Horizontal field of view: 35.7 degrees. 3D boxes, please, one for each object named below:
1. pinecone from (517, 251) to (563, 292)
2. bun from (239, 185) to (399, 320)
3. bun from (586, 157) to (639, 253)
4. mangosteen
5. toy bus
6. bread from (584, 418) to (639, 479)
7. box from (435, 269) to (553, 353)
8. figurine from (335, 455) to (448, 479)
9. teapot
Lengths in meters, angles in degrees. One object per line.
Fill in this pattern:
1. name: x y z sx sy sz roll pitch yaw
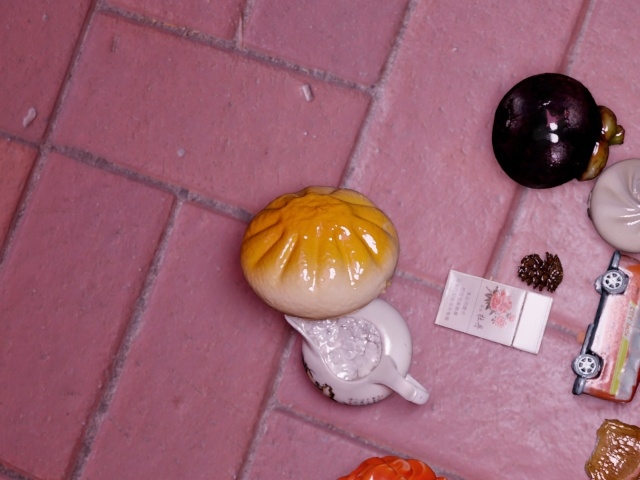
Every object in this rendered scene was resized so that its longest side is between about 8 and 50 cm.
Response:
1. pinecone: 0.402 0.058 1.812 0.083 0.077 0.077 -1 82 26
2. bun: 0.000 0.000 1.819 0.299 0.164 0.299 -4 46 4
3. bun: 0.562 -0.066 1.739 0.173 0.120 0.172 1 72 -3
4. mangosteen: 0.435 -0.191 1.786 0.250 0.211 0.211 7 83 -15
5. toy bus: 0.524 0.157 1.745 0.120 0.121 0.265 17 85 13
6. bread: 0.535 0.387 1.746 0.126 0.044 0.129 24 92 18
7. box: 0.322 0.131 1.846 0.198 0.029 0.109 16 87 18
8. figurine: 0.095 0.590 1.746 0.306 0.241 0.411 -9 81 36
9. teapot: 0.080 0.208 1.842 0.300 0.166 0.208 30 79 27
